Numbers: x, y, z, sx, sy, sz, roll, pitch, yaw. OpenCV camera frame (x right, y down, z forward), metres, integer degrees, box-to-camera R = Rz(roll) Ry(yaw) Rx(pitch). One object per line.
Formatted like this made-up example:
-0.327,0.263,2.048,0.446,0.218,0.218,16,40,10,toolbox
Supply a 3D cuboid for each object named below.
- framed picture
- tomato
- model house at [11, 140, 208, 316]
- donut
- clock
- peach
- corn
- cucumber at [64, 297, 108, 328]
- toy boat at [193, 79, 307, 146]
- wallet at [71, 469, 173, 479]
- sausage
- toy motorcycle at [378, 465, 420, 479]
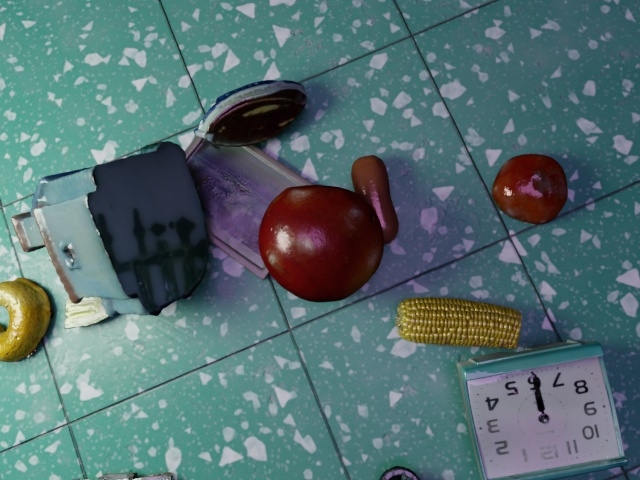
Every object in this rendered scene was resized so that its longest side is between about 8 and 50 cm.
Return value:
-0.180,-0.094,1.059,0.314,0.024,0.232,34,83,6,framed picture
0.441,-0.114,1.006,0.155,0.069,0.156,0,81,2,tomato
-0.432,-0.008,0.983,0.329,0.251,0.295,-9,106,28,model house
-0.649,0.174,1.019,0.146,0.078,0.181,40,87,11,donut
0.406,0.319,0.928,0.262,0.116,0.232,-11,86,2,clock
0.000,0.000,0.934,0.243,0.199,0.244,0,112,-1,peach
0.271,0.161,0.962,0.243,0.093,0.094,4,82,0,corn
-0.480,0.149,1.033,0.107,0.035,0.067,-9,70,-4,cucumber
-0.147,-0.279,1.044,0.261,0.114,0.115,-20,43,-11,toy boat
-0.398,0.543,0.953,0.230,0.069,0.170,-6,64,-1,wallet
0.113,-0.083,1.017,0.077,0.077,0.194,-12,81,1,sausage
0.197,0.569,0.886,0.307,0.108,0.173,43,83,18,toy motorcycle
